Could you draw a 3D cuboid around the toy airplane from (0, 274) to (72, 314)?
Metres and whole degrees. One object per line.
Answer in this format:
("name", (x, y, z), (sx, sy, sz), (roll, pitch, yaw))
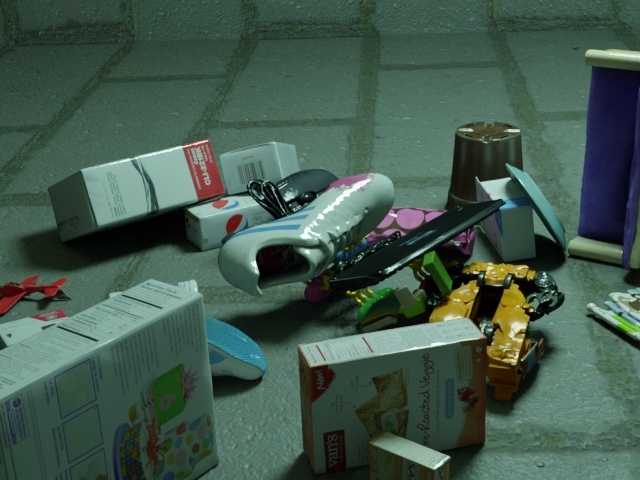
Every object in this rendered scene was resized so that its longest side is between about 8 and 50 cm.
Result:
("toy airplane", (-0.494, 0.086, 1.957), (0.151, 0.028, 0.151), (-3, 24, 1))

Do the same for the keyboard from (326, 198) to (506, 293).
("keyboard", (0.134, 0.012, 1.814), (0.317, 0.033, 0.201), (-28, 11, -38))

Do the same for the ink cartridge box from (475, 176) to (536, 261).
("ink cartridge box", (0.332, -0.046, 2.084), (0.061, 0.104, 0.181), (-10, 23, -4))

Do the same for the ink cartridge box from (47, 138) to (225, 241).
("ink cartridge box", (-0.352, -0.093, 2.184), (0.272, 0.114, 0.197), (-18, 2, -32))

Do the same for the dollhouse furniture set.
("dollhouse furniture set", (0.115, 0.077, 1.708), (0.151, 0.059, 0.076), (-26, 19, 23))

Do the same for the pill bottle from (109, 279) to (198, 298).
("pill bottle", (-0.260, 0.107, 1.814), (0.137, 0.078, 0.078), (-6, 22, -10))

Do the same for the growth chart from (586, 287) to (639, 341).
("growth chart", (0.538, 0.105, 1.812), (0.237, 0.021, 0.172), (-13, 23, -25))

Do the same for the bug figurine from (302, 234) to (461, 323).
("bug figurine", (0.086, 0.059, 1.903), (0.279, 0.072, 0.216), (21, 38, 36))

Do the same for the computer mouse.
("computer mouse", (-0.009, -0.069, 2.133), (0.072, 0.188, 0.272), (-41, -5, 27))

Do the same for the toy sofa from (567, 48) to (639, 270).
("toy sofa", (0.512, -0.139, 1.962), (0.150, 0.363, 0.177), (13, 22, 32))

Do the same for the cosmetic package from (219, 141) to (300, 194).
("cosmetic package", (-0.115, -0.144, 2.296), (0.117, 0.086, 0.231), (-12, 3, 8))

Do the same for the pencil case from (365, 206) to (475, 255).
("pencil case", (0.170, -0.016, 2.061), (0.209, 0.095, 0.098), (0, 38, 12))

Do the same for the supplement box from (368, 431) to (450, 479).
("supplement box", (0.106, 0.276, 1.381), (0.098, 0.062, 0.036), (15, 27, 38))

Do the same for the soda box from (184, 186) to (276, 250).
("soda box", (-0.145, -0.045, 2.187), (0.216, 0.069, 0.074), (-15, 25, -27))

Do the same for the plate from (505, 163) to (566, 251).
("plate", (0.387, -0.063, 2.039), (0.024, 0.188, 0.188), (-33, 21, 8))

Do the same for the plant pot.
("plant pot", (0.322, -0.136, 2.232), (0.166, 0.165, 0.167), (-2, 21, 1))

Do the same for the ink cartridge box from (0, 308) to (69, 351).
("ink cartridge box", (-0.406, 0.167, 1.702), (0.109, 0.063, 0.150), (-14, 24, -25))

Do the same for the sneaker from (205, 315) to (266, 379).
("sneaker", (-0.191, 0.163, 1.670), (0.228, 0.092, 0.087), (17, 20, -4))

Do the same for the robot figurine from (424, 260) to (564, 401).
("robot figurine", (0.242, 0.120, 1.701), (0.211, 0.085, 0.291), (6, 28, 18))

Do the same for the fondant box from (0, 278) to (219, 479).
("fondant box", (-0.268, 0.216, 1.336), (0.096, 0.238, 0.330), (14, 27, 37))

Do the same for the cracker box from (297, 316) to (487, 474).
("cracker box", (0.092, 0.195, 1.458), (0.232, 0.156, 0.067), (-8, 24, -12))

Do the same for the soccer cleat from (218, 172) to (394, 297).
("soccer cleat", (0.000, 0.000, 1.834), (0.331, 0.116, 0.143), (-26, 33, -20))
